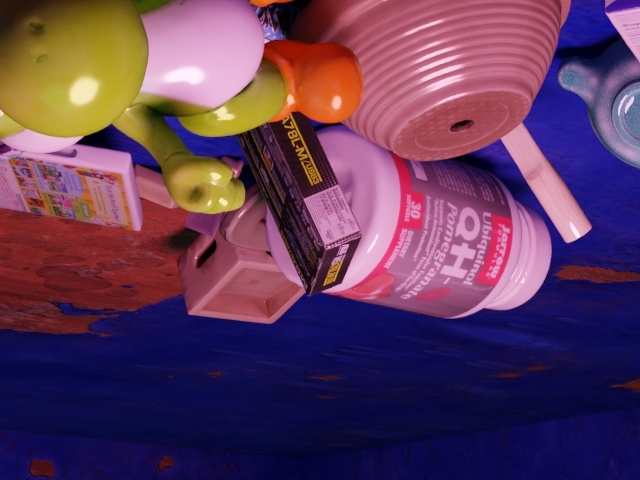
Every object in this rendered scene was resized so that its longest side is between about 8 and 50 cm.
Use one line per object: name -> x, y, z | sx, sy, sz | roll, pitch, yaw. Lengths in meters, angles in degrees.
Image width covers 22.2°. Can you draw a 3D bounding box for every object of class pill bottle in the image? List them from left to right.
pill bottle -> 0.107, -0.009, 1.782 | 0.176, 0.176, 0.318 | -16, 160, 41

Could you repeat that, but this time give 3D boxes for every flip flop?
flip flop -> 0.000, 0.000, 1.872 | 0.112, 0.080, 0.277 | -50, 138, 13

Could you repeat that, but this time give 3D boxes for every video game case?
video game case -> -0.297, -0.067, 1.737 | 0.206, 0.026, 0.227 | 10, 164, 0

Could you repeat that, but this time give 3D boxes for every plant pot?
plant pot -> 0.100, -0.139, 1.323 | 0.237, 0.110, 0.237 | -15, 159, -6

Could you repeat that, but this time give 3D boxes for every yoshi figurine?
yoshi figurine -> -0.111, -0.131, 1.112 | 0.362, 0.203, 0.203 | -16, 150, -40

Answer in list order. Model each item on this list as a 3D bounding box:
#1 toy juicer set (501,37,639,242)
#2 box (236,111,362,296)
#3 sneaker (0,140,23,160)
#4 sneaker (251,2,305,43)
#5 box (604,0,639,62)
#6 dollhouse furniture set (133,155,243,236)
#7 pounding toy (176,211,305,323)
toy juicer set -> 0.312, -0.090, 1.489 | 0.329, 0.209, 0.089 | -8, -163, 25
box -> -0.025, -0.057, 1.564 | 0.045, 0.191, 0.184 | -23, 167, -9
sneaker -> -0.339, -0.118, 1.509 | 0.223, 0.083, 0.098 | -14, 156, 39
sneaker -> -0.055, -0.178, 1.353 | 0.162, 0.063, 0.073 | 4, 161, -21
box -> 0.299, -0.200, 1.297 | 0.126, 0.072, 0.137 | -8, 165, 22
dollhouse furniture set -> -0.150, -0.078, 1.818 | 0.114, 0.091, 0.081 | 21, -155, -3
pounding toy -> -0.042, 0.018, 2.031 | 0.206, 0.094, 0.181 | 9, 142, -35
